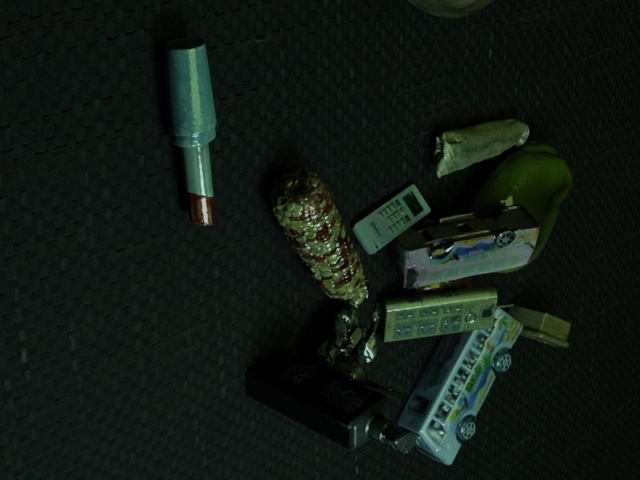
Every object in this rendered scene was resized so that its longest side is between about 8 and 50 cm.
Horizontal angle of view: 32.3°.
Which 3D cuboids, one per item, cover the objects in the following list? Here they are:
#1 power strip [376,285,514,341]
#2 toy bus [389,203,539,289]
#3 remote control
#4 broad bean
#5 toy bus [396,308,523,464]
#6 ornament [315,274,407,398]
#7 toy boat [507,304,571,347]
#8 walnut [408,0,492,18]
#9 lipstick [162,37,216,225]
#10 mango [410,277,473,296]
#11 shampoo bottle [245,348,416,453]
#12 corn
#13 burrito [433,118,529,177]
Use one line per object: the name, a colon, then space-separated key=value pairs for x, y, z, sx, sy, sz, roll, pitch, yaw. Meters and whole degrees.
power strip: x=0.235 y=0.134 z=2.056 sx=0.268 sy=0.034 sz=0.092 roll=-6 pitch=128 yaw=-12
toy bus: x=0.261 y=0.010 z=2.025 sx=0.274 sy=0.090 sz=0.112 roll=-10 pitch=130 yaw=-17
remote control: x=0.124 y=-0.039 z=1.958 sx=0.166 sy=0.029 sz=0.065 roll=-35 pitch=92 yaw=-38
broad bean: x=0.395 y=-0.064 z=2.198 sx=0.291 sy=0.119 sz=0.238 roll=-49 pitch=137 yaw=-22
toy bus: x=0.278 y=0.279 z=2.230 sx=0.136 sy=0.109 sz=0.329 roll=38 pitch=77 yaw=-40
ornament: x=0.066 y=0.156 z=1.913 sx=0.166 sy=0.153 sz=0.196 roll=19 pitch=82 yaw=-52
toy boat: x=0.485 y=0.191 z=2.419 sx=0.188 sy=0.116 sz=0.061 roll=22 pitch=83 yaw=-50
walnut: x=0.206 y=-0.462 z=1.701 sx=0.248 sy=0.248 sz=0.248 roll=-23 pitch=123 yaw=-42
lipstick: x=-0.178 y=-0.143 z=1.548 sx=0.068 sy=0.061 sz=0.274 roll=-28 pitch=126 yaw=-41
mango: x=0.232 y=0.099 z=2.113 sx=0.115 sy=0.089 sz=0.165 roll=-48 pitch=134 yaw=-10
shampoo bottle: x=0.022 y=0.265 z=1.763 sx=0.098 sy=0.309 sz=0.071 roll=-25 pitch=125 yaw=-42
corn: x=0.000 y=0.000 z=1.795 sx=0.098 sy=0.098 sz=0.290 roll=-51 pitch=141 yaw=-21
burrito: x=0.300 y=-0.184 z=2.086 sx=0.275 sy=0.059 sz=0.082 roll=-21 pitch=128 yaw=-43
